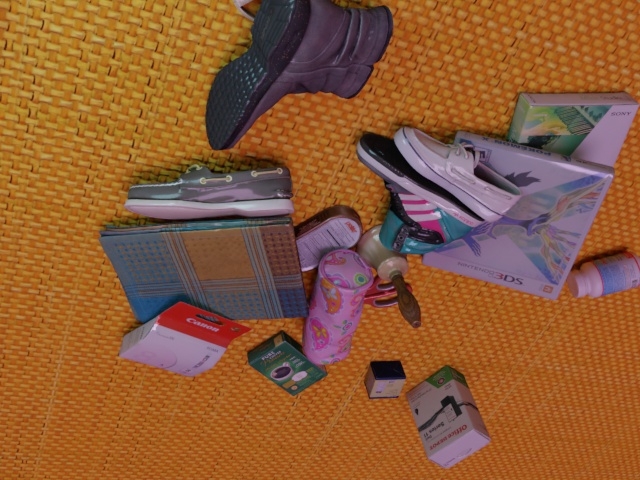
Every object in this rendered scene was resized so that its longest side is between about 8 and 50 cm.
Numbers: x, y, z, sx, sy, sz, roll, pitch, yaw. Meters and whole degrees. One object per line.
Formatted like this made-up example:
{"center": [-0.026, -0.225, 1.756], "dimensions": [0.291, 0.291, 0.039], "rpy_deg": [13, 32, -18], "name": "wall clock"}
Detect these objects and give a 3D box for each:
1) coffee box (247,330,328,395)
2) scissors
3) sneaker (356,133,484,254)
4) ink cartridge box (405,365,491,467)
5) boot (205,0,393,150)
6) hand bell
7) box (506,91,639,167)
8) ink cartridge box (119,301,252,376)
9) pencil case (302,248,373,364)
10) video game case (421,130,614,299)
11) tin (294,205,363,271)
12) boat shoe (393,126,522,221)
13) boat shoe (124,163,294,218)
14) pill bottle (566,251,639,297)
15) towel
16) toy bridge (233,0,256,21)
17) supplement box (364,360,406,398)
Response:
{"center": [-0.078, 0.299, 1.603], "dimensions": [0.113, 0.040, 0.184], "rpy_deg": [-35, 129, 15], "name": "coffee box"}
{"center": [0.064, 0.141, 1.519], "dimensions": [0.297, 0.021, 0.109], "rpy_deg": [-19, 131, 2], "name": "scissors"}
{"center": [0.156, -0.072, 1.305], "dimensions": [0.296, 0.123, 0.178], "rpy_deg": [32, 125, -16], "name": "sneaker"}
{"center": [0.328, 0.457, 1.724], "dimensions": [0.153, 0.208, 0.087], "rpy_deg": [-40, 127, 19], "name": "ink cartridge box"}
{"center": [-0.037, -0.257, 1.101], "dimensions": [0.223, 0.118, 0.338], "rpy_deg": [1, 150, -38], "name": "boot"}
{"center": [0.161, 0.087, 1.352], "dimensions": [0.126, 0.242, 0.126], "rpy_deg": [-7, 130, -9], "name": "hand bell"}
{"center": [0.480, -0.147, 1.357], "dimensions": [0.233, 0.058, 0.321], "rpy_deg": [-3, 128, -11], "name": "box"}
{"center": [-0.290, 0.220, 1.421], "dimensions": [0.189, 0.066, 0.232], "rpy_deg": [27, 144, -34], "name": "ink cartridge box"}
{"center": [0.033, 0.149, 1.429], "dimensions": [0.124, 0.124, 0.284], "rpy_deg": [-1, 136, -13], "name": "pencil case"}
{"center": [0.385, -0.042, 1.351], "dimensions": [0.300, 0.036, 0.328], "rpy_deg": [15, 129, 9], "name": "video game case"}
{"center": [0.000, 0.000, 1.378], "dimensions": [0.190, 0.040, 0.106], "rpy_deg": [-30, 134, 12], "name": "tin"}
{"center": [0.261, -0.139, 1.241], "dimensions": [0.268, 0.096, 0.088], "rpy_deg": [37, 125, -9], "name": "boat shoe"}
{"center": [-0.202, -0.090, 1.216], "dimensions": [0.305, 0.091, 0.109], "rpy_deg": [-1, 172, -8], "name": "boat shoe"}
{"center": [0.677, 0.085, 1.580], "dimensions": [0.160, 0.087, 0.087], "rpy_deg": [-14, 131, -2], "name": "pill bottle"}
{"center": [-0.220, 0.066, 1.322], "dimensions": [0.371, 0.040, 0.271], "rpy_deg": [-4, 132, 5], "name": "towel"}
{"center": [-0.107, -0.386, 1.034], "dimensions": [0.063, 0.026, 0.188], "rpy_deg": [-23, 131, 9], "name": "toy bridge"}
{"center": [0.165, 0.358, 1.701], "dimensions": [0.083, 0.056, 0.083], "rpy_deg": [2, 129, -15], "name": "supplement box"}
